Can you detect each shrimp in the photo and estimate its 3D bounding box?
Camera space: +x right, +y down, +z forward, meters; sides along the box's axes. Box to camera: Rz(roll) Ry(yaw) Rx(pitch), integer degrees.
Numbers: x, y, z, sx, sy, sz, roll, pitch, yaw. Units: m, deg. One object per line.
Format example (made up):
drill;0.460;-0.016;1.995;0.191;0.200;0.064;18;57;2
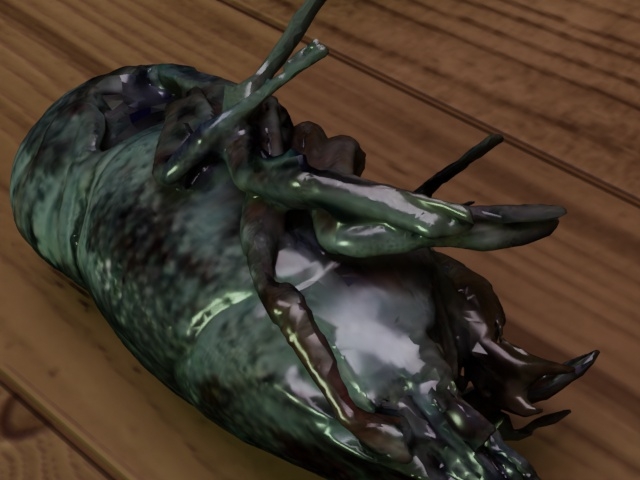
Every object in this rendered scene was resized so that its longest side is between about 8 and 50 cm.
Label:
shrimp;-0.002;-0.001;0.485;0.372;0.172;0.137;22;48;38
